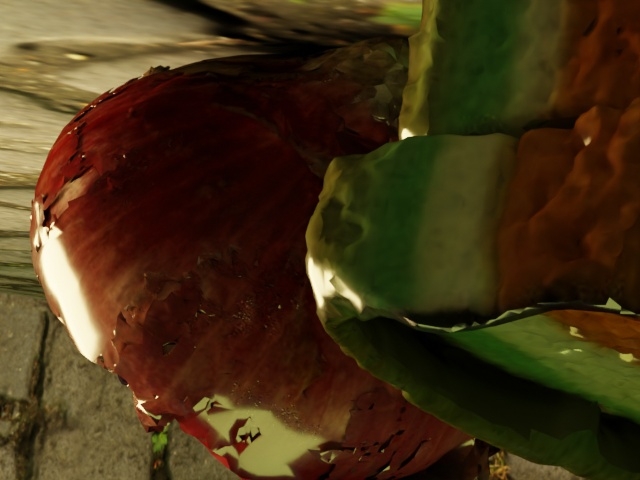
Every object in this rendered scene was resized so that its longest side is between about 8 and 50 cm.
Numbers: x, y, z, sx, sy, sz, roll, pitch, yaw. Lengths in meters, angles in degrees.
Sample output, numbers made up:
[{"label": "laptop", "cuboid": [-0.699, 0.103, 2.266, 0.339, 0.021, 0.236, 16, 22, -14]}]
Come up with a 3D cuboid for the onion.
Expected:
[{"label": "onion", "cuboid": [0.000, 0.000, 0.590, 0.184, 0.184, 0.147, 10, 131, -40]}]

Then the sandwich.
[{"label": "sandwich", "cuboid": [0.138, 0.001, 0.453, 0.292, 0.109, 0.212, 11, 156, -16]}]

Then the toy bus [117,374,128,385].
[{"label": "toy bus", "cuboid": [0.026, 0.036, 0.954, 0.317, 0.138, 0.112, -1, 177, 42]}]
